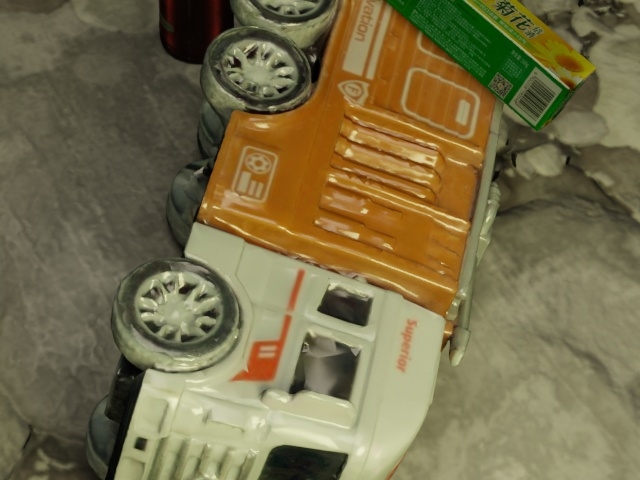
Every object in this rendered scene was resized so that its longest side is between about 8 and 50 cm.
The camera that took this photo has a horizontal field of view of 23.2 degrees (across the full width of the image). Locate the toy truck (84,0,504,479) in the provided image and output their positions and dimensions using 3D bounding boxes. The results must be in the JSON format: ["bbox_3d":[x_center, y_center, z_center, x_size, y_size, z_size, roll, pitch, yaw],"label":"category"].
[{"bbox_3d":[0.000,0.000,0.968,0.207,0.173,0.387,18,54,-3],"label":"toy truck"}]

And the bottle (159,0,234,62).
[{"bbox_3d":[-0.085,-0.199,1.098,0.060,0.164,0.060,2,55,-3],"label":"bottle"}]

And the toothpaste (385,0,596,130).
[{"bbox_3d":[0.089,-0.145,0.977,0.178,0.043,0.037,42,49,9],"label":"toothpaste"}]
